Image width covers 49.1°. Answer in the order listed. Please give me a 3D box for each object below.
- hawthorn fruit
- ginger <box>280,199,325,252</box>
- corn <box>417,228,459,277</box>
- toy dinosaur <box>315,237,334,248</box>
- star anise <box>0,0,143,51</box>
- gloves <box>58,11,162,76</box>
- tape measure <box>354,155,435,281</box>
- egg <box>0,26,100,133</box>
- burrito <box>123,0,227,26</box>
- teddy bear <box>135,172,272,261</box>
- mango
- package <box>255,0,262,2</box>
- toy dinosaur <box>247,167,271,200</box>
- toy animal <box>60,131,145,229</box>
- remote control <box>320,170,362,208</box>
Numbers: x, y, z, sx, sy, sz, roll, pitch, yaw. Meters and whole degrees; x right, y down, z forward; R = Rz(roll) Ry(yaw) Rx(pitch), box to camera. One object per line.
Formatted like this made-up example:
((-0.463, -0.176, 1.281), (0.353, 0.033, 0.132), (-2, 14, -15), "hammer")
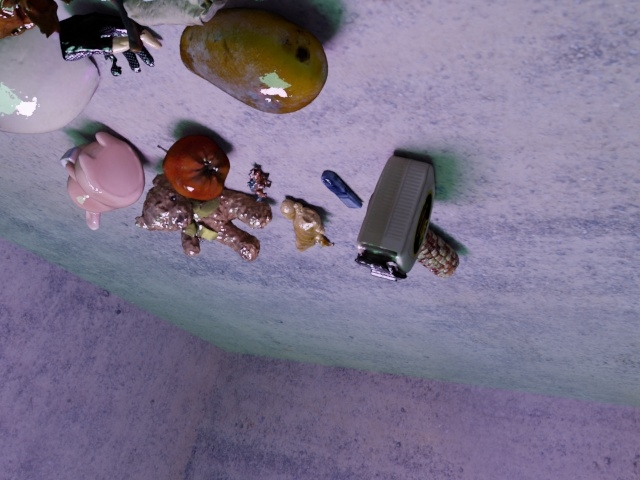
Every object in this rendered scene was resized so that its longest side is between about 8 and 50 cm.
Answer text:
((-0.314, -0.177, 1.682), (0.163, 0.162, 0.203), (33, 169, -35), "hawthorn fruit")
((-0.033, -0.037, 1.885), (0.115, 0.081, 0.205), (-3, 148, 16), "ginger")
((0.255, 0.010, 1.756), (0.253, 0.086, 0.086), (35, 154, -33), "corn")
((-0.002, 0.001, 2.027), (0.041, 0.026, 0.113), (-9, 156, 38), "toy dinosaur")
((-0.463, -0.411, 1.183), (0.346, 0.148, 0.237), (23, 116, -10), "star anise")
((-0.393, -0.380, 1.317), (0.181, 0.106, 0.129), (-8, 168, -14), "gloves")
((0.151, -0.020, 1.493), (0.133, 0.271, 0.231), (13, 158, 14), "tape measure")
((-0.653, -0.329, 1.492), (0.337, 0.201, 0.337), (16, 162, 5), "egg")
((-0.234, -0.379, 1.120), (0.275, 0.082, 0.059), (15, 144, 47), "burrito")
((-0.307, -0.064, 1.866), (0.296, 0.246, 0.222), (29, -157, 19), "teddy bear")
((-0.125, -0.310, 1.189), (0.316, 0.146, 0.193), (21, 164, 36), "mango")
((-0.186, -0.447, 1.029), (0.239, 0.030, 0.154), (20, 158, -1), "package")
((-0.157, -0.139, 1.767), (0.055, 0.049, 0.154), (13, 154, 6), "toy dinosaur")
((-0.591, -0.164, 1.874), (0.213, 0.195, 0.256), (41, 154, -31), "toy animal")
((0.048, -0.119, 1.682), (0.043, 0.027, 0.152), (-2, 154, 34), "remote control")
